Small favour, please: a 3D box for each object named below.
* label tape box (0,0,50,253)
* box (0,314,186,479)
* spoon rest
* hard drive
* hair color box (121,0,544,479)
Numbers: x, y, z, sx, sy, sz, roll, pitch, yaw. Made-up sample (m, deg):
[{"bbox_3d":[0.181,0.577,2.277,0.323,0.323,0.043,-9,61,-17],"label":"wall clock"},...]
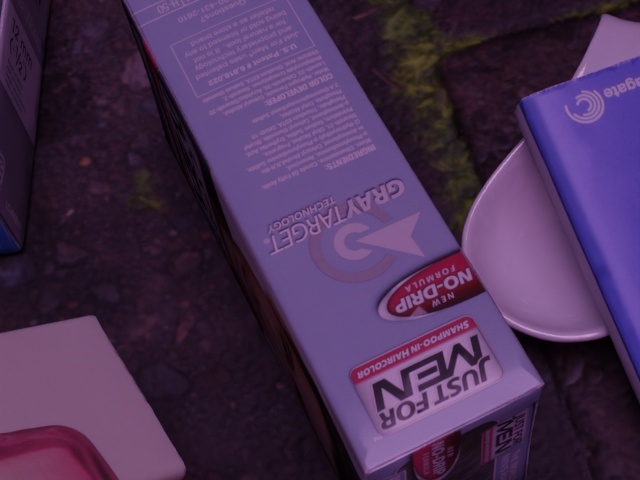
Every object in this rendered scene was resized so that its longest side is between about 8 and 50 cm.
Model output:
[{"bbox_3d":[-0.350,-0.157,1.013,0.249,0.115,0.348,-3,62,4],"label":"label tape box"},{"bbox_3d":[-0.221,0.152,0.745,0.232,0.149,0.127,-10,53,-43],"label":"box"},{"bbox_3d":[0.187,-0.054,0.912,0.137,0.084,0.276,14,63,14],"label":"spoon rest"},{"bbox_3d":[0.284,0.019,0.837,0.210,0.040,0.319,-20,76,-5],"label":"hard drive"},{"bbox_3d":[0.000,0.000,0.843,0.113,0.185,0.374,-25,61,-8],"label":"hair color box"}]
